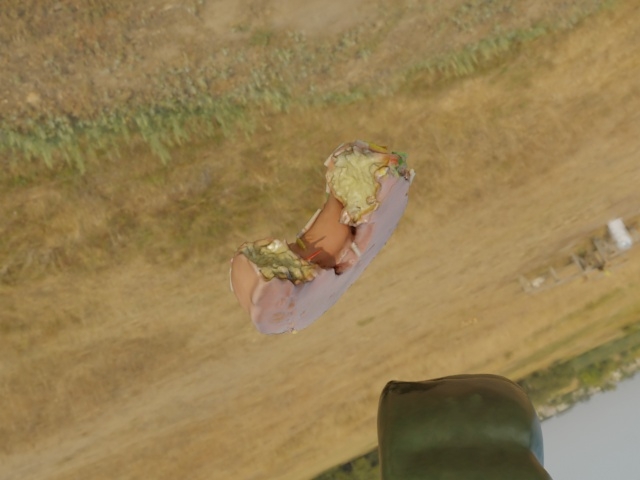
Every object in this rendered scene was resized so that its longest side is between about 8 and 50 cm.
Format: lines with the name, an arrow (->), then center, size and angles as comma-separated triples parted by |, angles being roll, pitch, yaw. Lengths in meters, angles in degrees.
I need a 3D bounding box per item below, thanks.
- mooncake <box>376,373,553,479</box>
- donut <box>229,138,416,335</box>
mooncake -> 0.092, 0.166, 0.482 | 0.104, 0.175, 0.168 | -5, 147, 4
donut -> 0.000, 0.000, 0.823 | 0.233, 0.085, 0.199 | -45, 161, -14
